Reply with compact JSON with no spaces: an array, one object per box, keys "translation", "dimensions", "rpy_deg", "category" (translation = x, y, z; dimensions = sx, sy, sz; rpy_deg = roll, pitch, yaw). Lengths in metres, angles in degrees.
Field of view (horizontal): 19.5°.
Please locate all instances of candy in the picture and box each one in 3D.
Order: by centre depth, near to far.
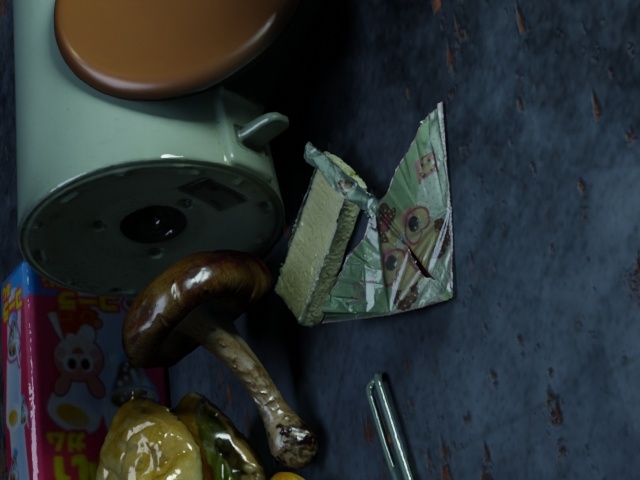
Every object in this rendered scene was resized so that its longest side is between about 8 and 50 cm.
[{"translation":[-0.252,0.179,2.006],"dimensions":[0.100,0.157,0.305],"rpy_deg":[-38,54,56],"category":"candy"}]

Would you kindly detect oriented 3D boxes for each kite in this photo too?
[{"translation":[0.049,-0.024,1.589],"dimensions":[0.250,0.012,0.229],"rpy_deg":[47,118,43],"category":"kite"}]

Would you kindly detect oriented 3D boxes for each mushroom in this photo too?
[{"translation":[-0.073,0.119,1.727],"dimensions":[0.148,0.227,0.217],"rpy_deg":[-39,84,16],"category":"mushroom"}]

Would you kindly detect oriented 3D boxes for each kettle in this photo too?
[{"translation":[-0.146,-0.187,1.813],"dimensions":[0.361,0.250,0.376],"rpy_deg":[-32,53,33],"category":"kettle"}]

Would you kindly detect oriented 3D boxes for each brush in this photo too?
[{"translation":[0.070,0.221,1.525],"dimensions":[0.062,0.027,0.266],"rpy_deg":[-56,39,42],"category":"brush"}]

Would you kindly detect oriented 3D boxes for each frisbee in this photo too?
[{"translation":[-0.131,-0.234,1.714],"dimensions":[0.021,0.251,0.251],"rpy_deg":[60,-170,-54],"category":"frisbee"}]

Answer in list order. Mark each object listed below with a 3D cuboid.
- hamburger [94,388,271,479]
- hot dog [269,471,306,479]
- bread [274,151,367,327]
[{"translation":[-0.124,0.326,1.738],"dimensions":[0.209,0.162,0.330],"rpy_deg":[38,118,55],"category":"hamburger"},{"translation":[0.001,0.306,1.601],"dimensions":[0.100,0.068,0.249],"rpy_deg":[-55,41,28],"category":"hot dog"},{"translation":[0.000,0.000,1.690],"dimensions":[0.068,0.028,0.153],"rpy_deg":[51,129,52],"category":"bread"}]
